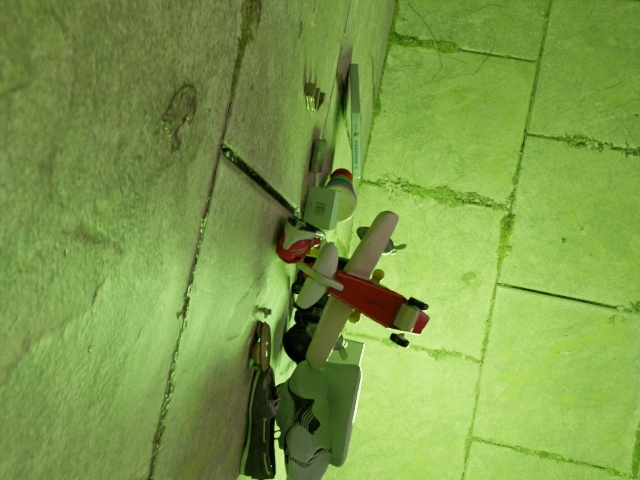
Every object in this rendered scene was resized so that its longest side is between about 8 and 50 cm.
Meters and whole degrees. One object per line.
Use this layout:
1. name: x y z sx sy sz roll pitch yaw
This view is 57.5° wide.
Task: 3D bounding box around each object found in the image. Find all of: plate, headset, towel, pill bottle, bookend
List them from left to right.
1. pill bottle: -0.017 0.018 1.758 0.065 0.116 0.065 10 90 -83
2. headset: -0.014 0.283 1.914 0.243 0.185 0.394 -72 153 -47
3. towel: -0.006 -0.258 1.788 0.148 0.027 0.110 -54 155 -77
4. bookend: 0.012 0.117 1.983 0.157 0.156 0.072 -67 166 -57
5. plate: 0.031 0.496 1.703 0.277 0.045 0.278 -13 -119 60

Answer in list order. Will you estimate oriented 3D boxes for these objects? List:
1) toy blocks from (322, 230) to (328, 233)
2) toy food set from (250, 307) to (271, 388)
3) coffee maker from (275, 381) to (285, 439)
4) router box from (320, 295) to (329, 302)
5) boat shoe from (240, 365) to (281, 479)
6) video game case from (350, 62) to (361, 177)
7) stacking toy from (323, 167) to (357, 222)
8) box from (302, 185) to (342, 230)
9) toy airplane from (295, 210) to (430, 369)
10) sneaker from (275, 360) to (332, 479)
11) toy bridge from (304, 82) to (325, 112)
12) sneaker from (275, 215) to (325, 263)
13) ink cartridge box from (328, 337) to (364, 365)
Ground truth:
1. toy blocks: 0.000 0.000 2.129 0.123 0.054 0.148 58 43 -79
2. toy food set: -0.147 0.262 1.444 0.132 0.038 0.192 72 19 -83
3. coffee maker: -0.095 0.562 1.903 0.120 0.171 0.178 38 -31 55
4. router box: -0.020 0.339 2.377 0.243 0.081 0.309 91 13 -58
5. boat shoe: -0.142 0.485 1.558 0.112 0.095 0.335 -52 152 -75
6. video game case: 0.133 -0.454 2.211 0.300 0.036 0.329 85 5 -46
7. stacking toy: 0.075 -0.185 2.164 0.330 0.141 0.141 -73 172 -65
8. box: 0.007 -0.104 1.869 0.170 0.091 0.130 -22 122 -82
9. toy airplane: 0.093 0.145 1.685 0.272 0.386 0.384 -144 -145 -76
10. sneaker: -0.071 0.546 1.674 0.210 0.137 0.366 -47 -149 44
11. toy bridge: -0.017 -0.369 1.529 0.188 0.026 0.063 -40 141 -79
12. sneaker: -0.066 0.005 1.544 0.118 0.107 0.279 -61 171 5
13. ink cartridge box: 0.073 0.502 2.350 0.056 0.171 0.235 95 10 -51
